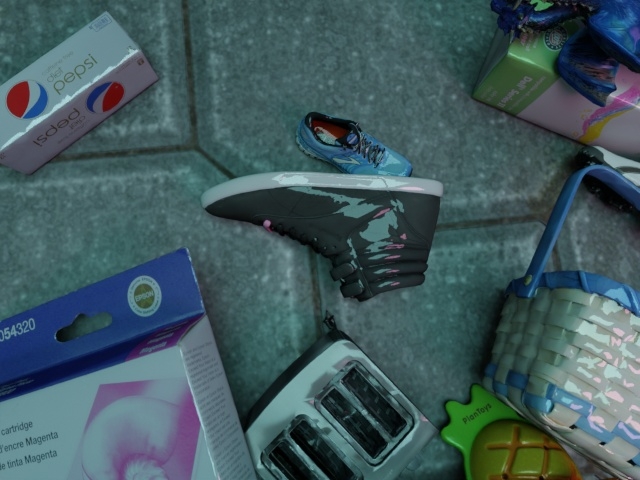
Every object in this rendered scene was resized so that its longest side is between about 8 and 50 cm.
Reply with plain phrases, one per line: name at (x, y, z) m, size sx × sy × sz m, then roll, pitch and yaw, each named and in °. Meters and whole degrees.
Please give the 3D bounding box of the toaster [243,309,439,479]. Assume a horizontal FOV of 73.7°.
toaster at (0.015, 0.204, 0.483) m, size 0.168 × 0.110 × 0.186 m, roll -43°, pitch 86°, yaw -8°

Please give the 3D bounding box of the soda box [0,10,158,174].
soda box at (-0.319, -0.181, 0.536) m, size 0.216 × 0.074 × 0.069 m, roll -40°, pitch 86°, yaw -7°

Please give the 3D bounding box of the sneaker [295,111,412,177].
sneaker at (0.042, -0.115, 0.546) m, size 0.162 × 0.073 × 0.063 m, roll 23°, pitch 82°, yaw -1°

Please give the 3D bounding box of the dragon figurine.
dragon figurine at (0.313, -0.204, 0.447) m, size 0.144 × 0.085 × 0.289 m, roll -40°, pitch 85°, yaw -6°

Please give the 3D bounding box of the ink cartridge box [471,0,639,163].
ink cartridge box at (0.412, -0.229, 0.558) m, size 0.353 × 0.119 × 0.207 m, roll 23°, pitch 81°, yaw 1°

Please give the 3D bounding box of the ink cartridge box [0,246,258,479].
ink cartridge box at (-0.237, 0.212, 0.437) m, size 0.324 × 0.071 × 0.330 m, roll -21°, pitch 85°, yaw 16°

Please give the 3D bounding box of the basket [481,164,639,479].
basket at (0.328, 0.091, 0.468) m, size 0.254 × 0.201 × 0.289 m, roll 34°, pitch 84°, yaw 1°

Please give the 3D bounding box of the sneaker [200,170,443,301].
sneaker at (0.000, 0.000, 0.514) m, size 0.295 × 0.104 × 0.147 m, roll 1°, pitch 86°, yaw 0°

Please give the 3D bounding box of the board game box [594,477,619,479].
board game box at (0.137, 0.454, 0.276) m, size 0.356 × 0.356 × 0.357 m, roll -20°, pitch 86°, yaw 15°

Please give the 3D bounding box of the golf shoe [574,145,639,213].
golf shoe at (0.430, -0.073, 0.548) m, size 0.198 × 0.077 × 0.094 m, roll 40°, pitch 93°, yaw 11°

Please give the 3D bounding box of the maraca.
maraca at (0.223, 0.261, 0.496) m, size 0.127 × 0.099 × 0.186 m, roll -24°, pitch 59°, yaw -18°
